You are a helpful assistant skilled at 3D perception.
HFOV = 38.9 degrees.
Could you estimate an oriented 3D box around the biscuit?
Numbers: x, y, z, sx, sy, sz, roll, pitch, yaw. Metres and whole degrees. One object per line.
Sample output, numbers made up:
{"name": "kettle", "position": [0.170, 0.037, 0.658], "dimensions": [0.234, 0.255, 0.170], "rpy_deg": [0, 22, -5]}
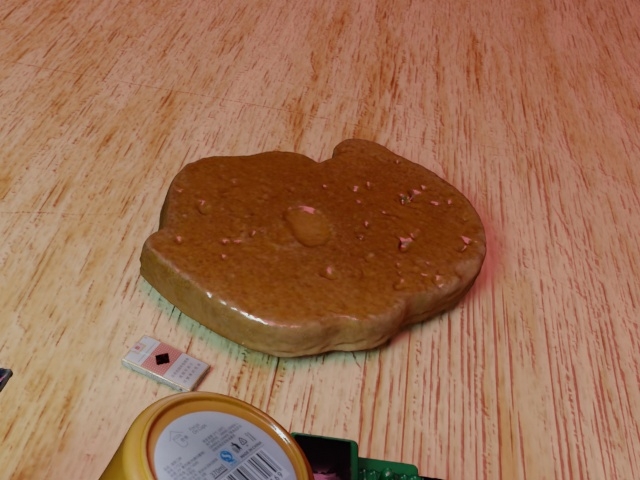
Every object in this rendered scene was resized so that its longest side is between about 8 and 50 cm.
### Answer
{"name": "biscuit", "position": [0.000, 0.001, 1.129], "dimensions": [0.456, 0.078, 0.349], "rpy_deg": [-10, 39, -28]}

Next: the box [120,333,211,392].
{"name": "box", "position": [-0.164, 0.132, 0.959], "dimensions": [0.083, 0.012, 0.046], "rpy_deg": [22, 38, 13]}

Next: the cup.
{"name": "cup", "position": [-0.108, 0.252, 0.619], "dimensions": [0.182, 0.264, 0.226], "rpy_deg": [11, 35, -27]}

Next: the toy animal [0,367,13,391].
{"name": "toy animal", "position": [-0.306, 0.228, 0.681], "dimensions": [0.160, 0.272, 0.197], "rpy_deg": [39, 23, -25]}

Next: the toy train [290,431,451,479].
{"name": "toy train", "position": [0.033, 0.236, 0.776], "dimensions": [0.228, 0.136, 0.091], "rpy_deg": [8, 37, -2]}
